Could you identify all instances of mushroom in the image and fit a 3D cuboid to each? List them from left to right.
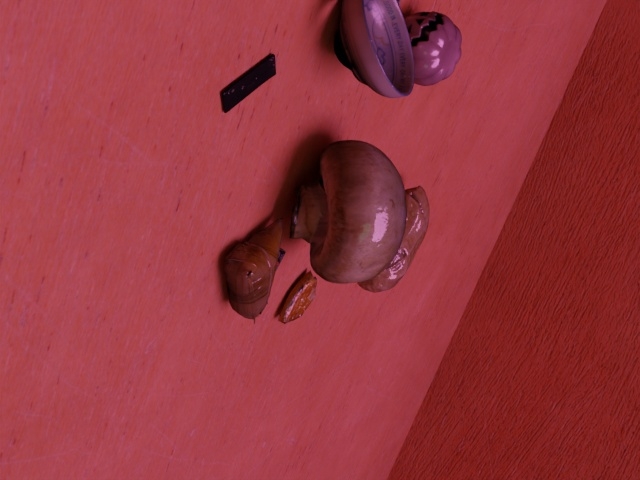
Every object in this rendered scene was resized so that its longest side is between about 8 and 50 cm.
[{"bbox_3d":[0.063,-0.067,1.921,0.352,0.260,0.352,-174,-90,-85],"label":"mushroom"}]

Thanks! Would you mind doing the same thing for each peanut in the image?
[{"bbox_3d":[0.212,-0.003,2.407,0.174,0.158,0.340,46,67,-33],"label":"peanut"}]

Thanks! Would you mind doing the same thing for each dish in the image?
[{"bbox_3d":[0.091,-0.424,1.757,0.273,0.134,0.273,42,42,-52],"label":"dish"}]

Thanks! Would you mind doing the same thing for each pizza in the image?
[{"bbox_3d":[-0.059,0.155,2.190,0.160,0.036,0.099,-56,154,-10],"label":"pizza"}]

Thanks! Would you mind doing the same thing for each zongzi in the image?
[{"bbox_3d":[-0.138,0.063,1.887,0.197,0.099,0.194,-49,153,-40],"label":"zongzi"}]

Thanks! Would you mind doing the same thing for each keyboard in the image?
[{"bbox_3d":[-0.137,-0.305,1.593,0.155,0.010,0.053,-44,151,-32],"label":"keyboard"}]

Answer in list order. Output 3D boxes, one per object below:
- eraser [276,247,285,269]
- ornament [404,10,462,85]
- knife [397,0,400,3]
[{"bbox_3d":[-0.129,0.069,1.975,0.122,0.029,0.052,-62,155,3],"label":"eraser"},{"bbox_3d":[0.251,-0.470,2.001,0.177,0.177,0.177,-43,150,-33],"label":"ornament"},{"bbox_3d":[0.131,-0.476,1.918,0.210,0.015,0.028,-57,149,-9],"label":"knife"}]
